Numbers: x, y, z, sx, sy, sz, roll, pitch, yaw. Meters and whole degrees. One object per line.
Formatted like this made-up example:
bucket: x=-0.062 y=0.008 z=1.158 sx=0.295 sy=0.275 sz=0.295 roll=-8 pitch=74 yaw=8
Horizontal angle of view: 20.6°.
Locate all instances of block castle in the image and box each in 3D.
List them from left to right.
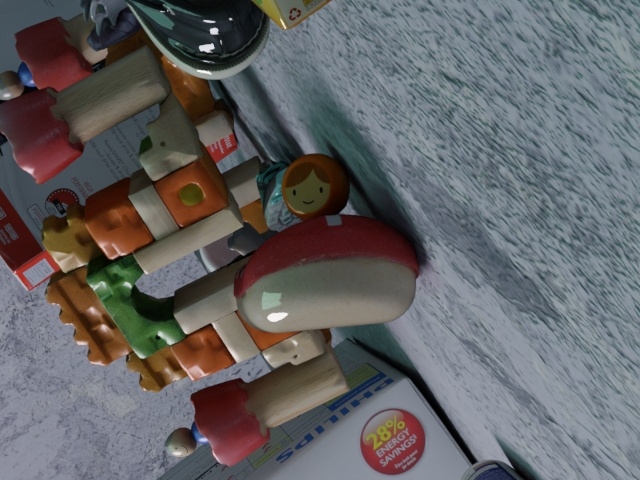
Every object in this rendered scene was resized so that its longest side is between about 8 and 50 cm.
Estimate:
block castle: x=-0.163 y=-0.010 z=1.817 sx=0.453 sy=0.213 sz=0.303 roll=59 pitch=-171 yaw=-24

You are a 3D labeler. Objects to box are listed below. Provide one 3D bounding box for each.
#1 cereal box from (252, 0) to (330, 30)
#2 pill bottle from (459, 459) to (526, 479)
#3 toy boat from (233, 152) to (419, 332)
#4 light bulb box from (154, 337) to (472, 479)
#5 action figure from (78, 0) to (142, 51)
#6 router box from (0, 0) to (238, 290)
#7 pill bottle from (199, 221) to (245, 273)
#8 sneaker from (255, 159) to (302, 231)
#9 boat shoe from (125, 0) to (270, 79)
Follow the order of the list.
cereal box: x=-0.086 y=-0.262 z=1.107 sx=0.173 sy=0.047 sz=0.240 roll=48 pitch=170 yaw=44
pill bottle: x=0.180 y=0.258 z=1.670 sx=0.067 sy=0.067 sz=0.120 roll=58 pitch=173 yaw=-20
toy boat: x=0.000 y=0.000 z=1.510 sx=0.231 sy=0.151 sz=0.151 roll=157 pitch=107 yaw=-83
light bulb box: x=-0.013 y=0.322 z=2.074 sx=0.225 sy=0.358 sz=0.361 roll=54 pitch=174 yaw=-9
action figure: x=-0.207 y=-0.300 z=1.549 sx=0.185 sy=0.099 sz=0.285 roll=61 pitch=173 yaw=31
router box: x=-0.314 y=-0.162 z=2.054 sx=0.335 sy=0.301 sz=0.082 roll=52 pitch=173 yaw=17
pill bottle: x=-0.081 y=0.027 z=2.153 sx=0.112 sy=0.112 sz=0.186 roll=53 pitch=172 yaw=18
sneaker: x=-0.040 y=-0.049 z=1.747 sx=0.076 sy=0.065 sz=0.166 roll=57 pitch=172 yaw=14
boat shoe: x=-0.166 y=-0.267 z=1.301 sx=0.340 sy=0.127 sz=0.113 roll=53 pitch=172 yaw=6
